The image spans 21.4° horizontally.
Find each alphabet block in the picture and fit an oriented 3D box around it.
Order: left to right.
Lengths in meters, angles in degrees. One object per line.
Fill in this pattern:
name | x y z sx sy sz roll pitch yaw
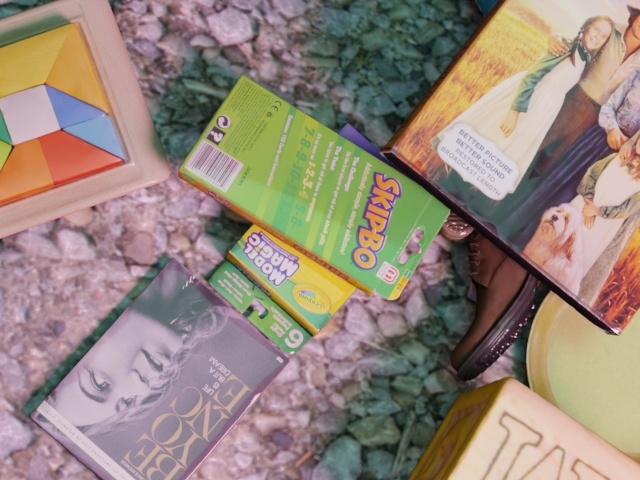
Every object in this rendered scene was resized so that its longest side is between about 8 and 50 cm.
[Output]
alphabet block | 0.195 0.274 1.694 0.197 0.192 0.193 34 74 -4

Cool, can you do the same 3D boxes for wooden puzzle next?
wooden puzzle | -0.299 -0.130 1.754 0.239 0.044 0.221 -19 83 -13

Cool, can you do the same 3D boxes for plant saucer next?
plant saucer | 0.338 0.131 1.808 0.241 0.037 0.241 0 82 0

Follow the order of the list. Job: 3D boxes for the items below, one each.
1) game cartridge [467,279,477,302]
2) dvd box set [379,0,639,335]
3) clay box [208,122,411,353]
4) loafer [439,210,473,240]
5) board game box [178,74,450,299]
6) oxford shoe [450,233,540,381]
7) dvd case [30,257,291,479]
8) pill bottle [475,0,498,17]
game cartridge | 0.195 0.036 1.827 0.056 0.017 0.083 30 75 0
dvd box set | 0.307 -0.159 1.721 0.307 0.062 0.420 39 85 -7
clay box | 0.000 0.000 1.779 0.127 0.053 0.222 41 74 0
loafer | 0.149 -0.063 1.822 0.056 0.050 0.148 21 61 -6
board game box | -0.005 -0.051 1.744 0.259 0.039 0.124 31 75 4
oxford shoe | 0.187 0.043 1.785 0.096 0.083 0.227 27 73 13
dvd case | -0.162 0.152 1.739 0.164 0.018 0.221 41 75 -1
pill bottle | 0.248 -0.261 1.826 0.146 0.146 0.264 -27 85 -14
